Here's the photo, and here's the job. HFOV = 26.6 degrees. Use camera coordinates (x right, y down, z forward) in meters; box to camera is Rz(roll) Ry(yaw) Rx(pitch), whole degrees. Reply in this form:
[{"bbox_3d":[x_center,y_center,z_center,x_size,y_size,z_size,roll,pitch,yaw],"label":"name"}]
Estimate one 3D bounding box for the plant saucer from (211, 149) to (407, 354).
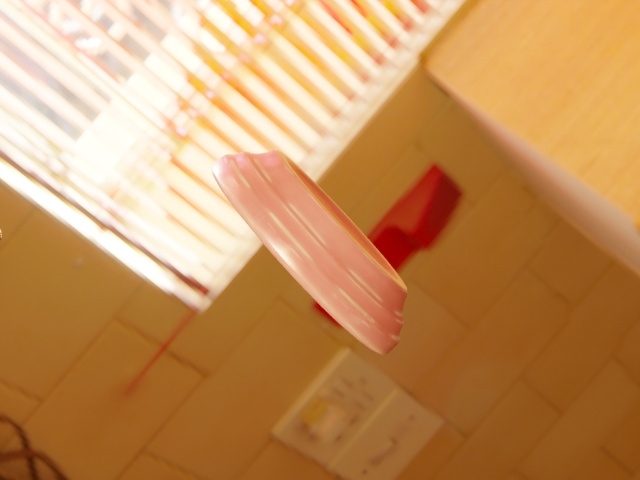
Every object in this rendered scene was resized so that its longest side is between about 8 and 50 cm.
[{"bbox_3d":[0.000,0.000,1.744,0.332,0.084,0.332,47,4,-4],"label":"plant saucer"}]
